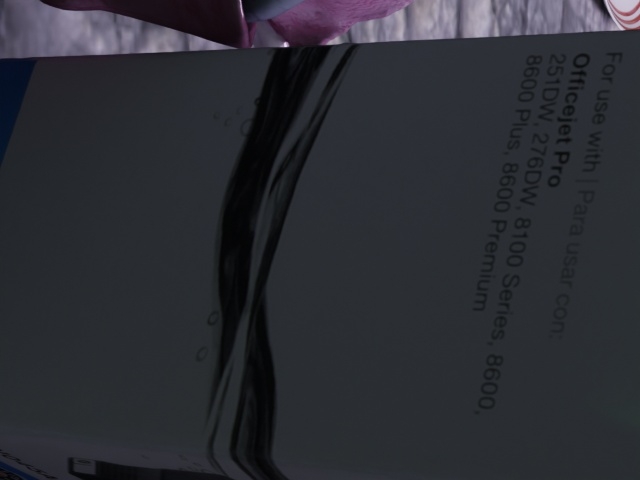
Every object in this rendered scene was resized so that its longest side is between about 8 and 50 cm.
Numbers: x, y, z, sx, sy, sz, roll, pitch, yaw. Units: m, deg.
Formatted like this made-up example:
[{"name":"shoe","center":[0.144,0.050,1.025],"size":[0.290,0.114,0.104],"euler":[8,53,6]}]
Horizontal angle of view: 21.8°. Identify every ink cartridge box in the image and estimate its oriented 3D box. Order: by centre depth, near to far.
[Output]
[{"name":"ink cartridge box","center":[0.029,0.052,0.686],"size":[0.285,0.395,0.166],"euler":[37,61,-50]}]

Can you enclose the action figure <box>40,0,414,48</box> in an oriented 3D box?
[{"name":"action figure","center":[-0.083,-0.181,0.684],"size":[0.370,0.276,0.248],"euler":[-26,86,-47]}]

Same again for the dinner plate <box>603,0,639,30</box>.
[{"name":"dinner plate","center":[0.244,-0.234,1.324],"size":[0.141,0.017,0.141],"euler":[-5,96,-55]}]
